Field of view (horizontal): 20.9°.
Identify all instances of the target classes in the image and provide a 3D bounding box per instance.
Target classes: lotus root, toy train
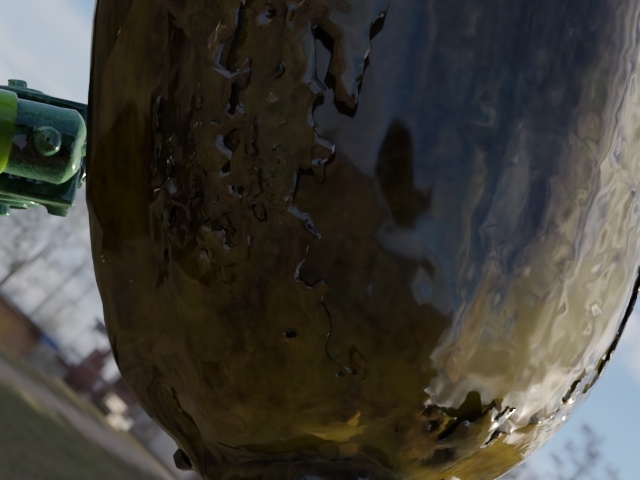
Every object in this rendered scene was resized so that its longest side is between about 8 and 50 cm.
[{"bbox_3d":[0.027,-0.106,0.569,0.196,0.397,0.179,16,-16,-38],"label":"lotus root"},{"bbox_3d":[-0.220,-0.063,0.967,0.200,0.083,0.132,9,-3,-20],"label":"toy train"}]
